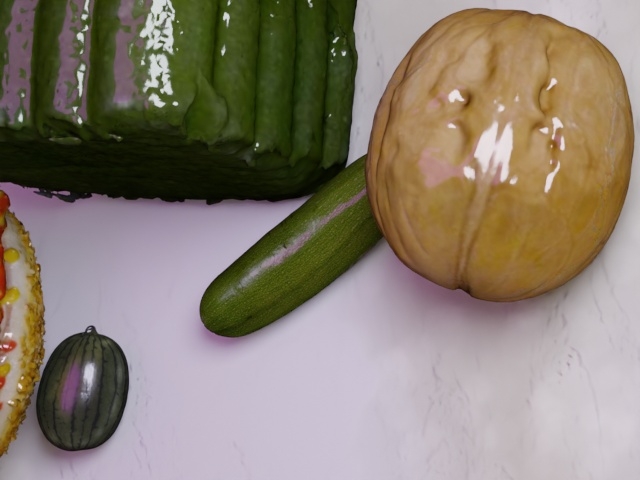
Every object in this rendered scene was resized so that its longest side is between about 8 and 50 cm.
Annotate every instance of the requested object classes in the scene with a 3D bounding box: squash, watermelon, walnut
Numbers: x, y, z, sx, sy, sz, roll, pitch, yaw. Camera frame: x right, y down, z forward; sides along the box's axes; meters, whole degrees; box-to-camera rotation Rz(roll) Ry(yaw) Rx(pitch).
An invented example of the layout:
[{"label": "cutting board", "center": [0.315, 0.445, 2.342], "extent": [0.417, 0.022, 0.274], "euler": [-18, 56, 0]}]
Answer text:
[{"label": "squash", "center": [0.000, 0.000, 1.520], "extent": [0.252, 0.066, 0.066], "euler": [-40, 60, 20]}, {"label": "watermelon", "center": [-0.206, 0.129, 1.619], "extent": [0.078, 0.078, 0.111], "euler": [11, 83, 35]}, {"label": "walnut", "center": [0.134, -0.065, 1.383], "extent": [0.195, 0.195, 0.222], "euler": [4, 73, 34]}]

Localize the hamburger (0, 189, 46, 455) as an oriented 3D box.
[{"label": "hamburger", "center": [-0.348, 0.088, 1.644], "extent": [0.294, 0.179, 0.276], "euler": [-34, 56, 53]}]

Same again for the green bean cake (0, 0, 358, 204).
[{"label": "green bean cake", "center": [-0.163, -0.154, 1.504], "extent": [0.319, 0.335, 0.218], "euler": [-1, 79, 29]}]
